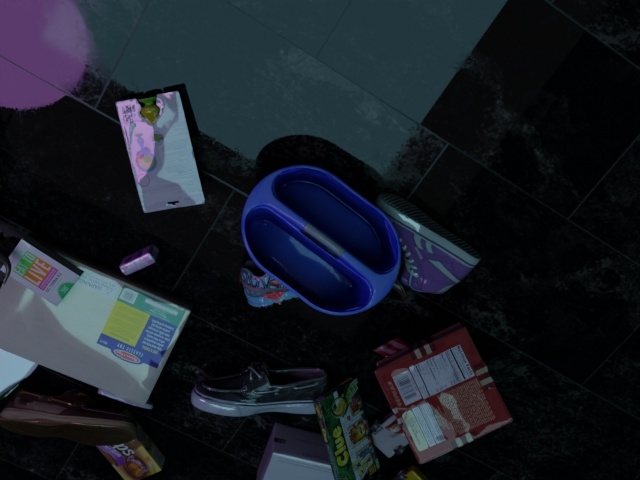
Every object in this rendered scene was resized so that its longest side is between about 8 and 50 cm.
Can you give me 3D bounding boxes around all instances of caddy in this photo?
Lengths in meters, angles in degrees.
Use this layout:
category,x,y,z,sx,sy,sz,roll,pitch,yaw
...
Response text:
category,x,y,z,sx,sy,sz,roll,pitch,yaw
caddy,0.000,0.000,1.400,0.341,0.179,0.241,36,85,-4

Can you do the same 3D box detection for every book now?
category,x,y,z,sx,sy,sz,roll,pitch,yaw
book,-0.613,0.068,1.503,0.144,0.035,0.096,36,103,-14

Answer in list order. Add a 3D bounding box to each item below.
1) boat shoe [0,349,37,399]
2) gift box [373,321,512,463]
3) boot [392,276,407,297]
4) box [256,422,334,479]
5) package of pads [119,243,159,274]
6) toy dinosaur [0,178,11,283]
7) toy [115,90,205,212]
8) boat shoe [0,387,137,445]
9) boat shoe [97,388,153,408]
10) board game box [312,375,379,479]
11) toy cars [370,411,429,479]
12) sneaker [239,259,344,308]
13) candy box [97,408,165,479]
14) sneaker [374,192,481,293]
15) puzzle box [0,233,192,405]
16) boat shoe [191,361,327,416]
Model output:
category,x,y,z,sx,sy,sz,roll,pitch,yaw
boat shoe,-0.775,0.329,1.650,0.108,0.102,0.301,40,87,-9
gift box,0.248,0.332,1.541,0.276,0.258,0.255,-22,82,6
boot,0.131,0.114,1.586,0.114,0.037,0.106,-33,98,11
box,-0.060,0.593,1.765,0.181,0.119,0.182,16,114,-8
package of pads,-0.408,0.044,1.543,0.083,0.050,0.032,-24,113,10
toy dinosaur,-0.729,-0.057,1.413,0.121,0.160,0.313,-7,92,7
toy,-0.329,-0.187,1.433,0.137,0.056,0.237,-8,110,8
boat shoe,-0.607,0.417,1.677,0.342,0.123,0.123,3,140,8
boat shoe,-0.482,0.384,1.706,0.142,0.049,0.040,23,75,-16
board game box,0.067,0.482,1.689,0.136,0.030,0.259,-25,106,-37
toy cars,0.218,0.556,1.766,0.176,0.087,0.393,7,115,26
sneaker,-0.059,0.064,1.526,0.262,0.104,0.125,-18,112,8
candy box,-0.500,0.534,1.772,0.109,0.053,0.186,-24,114,11
sneaker,0.201,0.023,1.512,0.282,0.102,0.161,35,113,-15
puzzle box,-0.537,0.189,1.583,0.409,0.052,0.272,26,101,-12
boat shoe,-0.144,0.348,1.665,0.335,0.121,0.119,2,108,-13
